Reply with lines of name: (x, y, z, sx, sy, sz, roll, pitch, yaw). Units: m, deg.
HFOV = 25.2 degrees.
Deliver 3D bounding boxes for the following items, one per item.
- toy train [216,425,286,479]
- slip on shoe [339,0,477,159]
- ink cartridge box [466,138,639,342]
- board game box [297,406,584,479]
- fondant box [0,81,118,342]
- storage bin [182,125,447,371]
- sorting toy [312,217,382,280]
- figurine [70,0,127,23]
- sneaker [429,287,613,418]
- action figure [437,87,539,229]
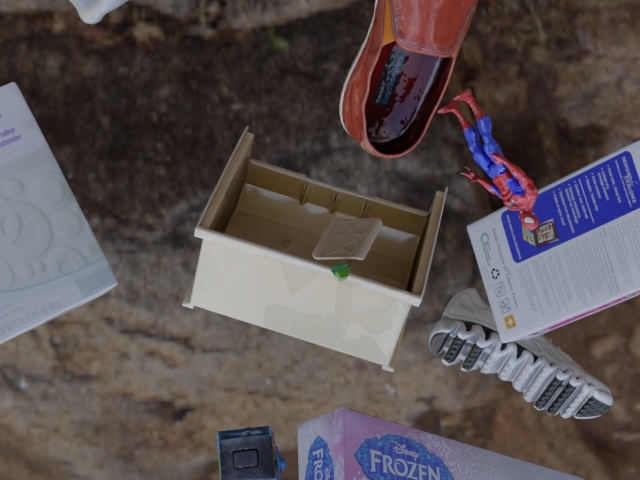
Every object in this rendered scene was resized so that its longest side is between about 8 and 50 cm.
toy train: (-0.077, 0.298, 1.610, 0.080, 0.184, 0.105, -6, 163, 2)
slip on shoe: (0.105, -0.226, 1.436, 0.123, 0.101, 0.331, 9, 121, -19)
ink cartridge box: (0.355, -0.001, 1.869, 0.069, 0.176, 0.371, -5, 164, -39)
board game box: (0.120, 0.332, 1.232, 0.318, 0.318, 0.066, 20, 146, -37)
fondant box: (-0.472, -0.026, 2.021, 0.238, 0.330, 0.096, -28, 180, -31)
storage bin: (0.000, 0.000, 1.707, 0.262, 0.260, 0.123, 17, 126, 2)
sorting toy: (0.023, 0.009, 1.471, 0.062, 0.083, 0.012, 3, 138, 34)
figurine: (-0.137, -0.316, 1.261, 0.092, 0.209, 0.215, 38, 134, 11)
sneaker: (0.311, 0.167, 2.136, 0.292, 0.118, 0.110, 28, 142, -3)
action figure: (0.130, -0.057, 1.075, 0.030, 0.115, 0.038, -33, 177, -40)
